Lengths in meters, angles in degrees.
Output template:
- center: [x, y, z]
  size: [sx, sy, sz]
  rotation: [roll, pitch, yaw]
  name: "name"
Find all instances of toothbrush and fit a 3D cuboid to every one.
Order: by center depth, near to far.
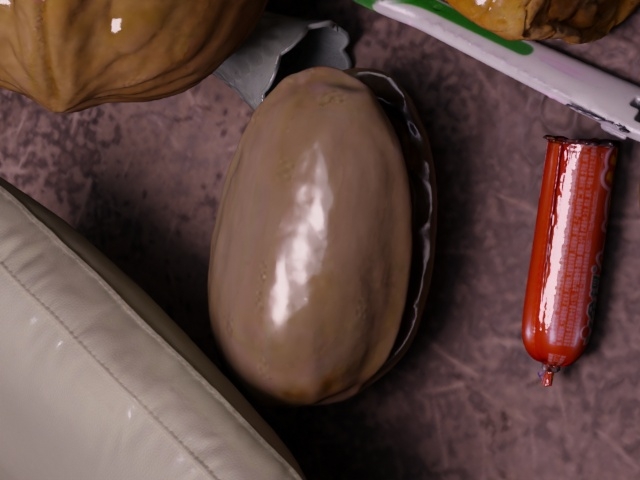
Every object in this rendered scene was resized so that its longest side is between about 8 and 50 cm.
- center: [0.033, -0.159, 1.093]
  size: [0.418, 0.042, 0.040]
  rotation: [29, 145, 25]
  name: "toothbrush"

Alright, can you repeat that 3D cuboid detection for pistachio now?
- center: [0.000, 0.000, 1.066]
  size: [0.131, 0.129, 0.206]
  rotation: [10, 96, 13]
  name: "pistachio"

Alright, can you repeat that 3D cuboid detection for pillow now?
- center: [-0.129, 0.121, 1.109]
  size: [0.322, 0.120, 0.255]
  rotation: [43, 150, 22]
  name: "pillow"

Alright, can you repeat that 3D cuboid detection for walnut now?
- center: [-0.131, -0.178, 1.023]
  size: [0.228, 0.228, 0.228]
  rotation: [1, 92, 29]
  name: "walnut"

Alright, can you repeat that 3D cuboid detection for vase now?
- center: [-0.062, -0.127, 1.131]
  size: [0.148, 0.081, 0.081]
  rotation: [31, 106, 28]
  name: "vase"

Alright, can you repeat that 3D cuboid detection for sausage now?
- center: [0.140, 0.012, 1.037]
  size: [0.050, 0.048, 0.145]
  rotation: [16, 101, 52]
  name: "sausage"

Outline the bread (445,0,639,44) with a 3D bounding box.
- center: [0.118, -0.202, 0.991]
  size: [0.143, 0.149, 0.158]
  rotation: [38, 115, 25]
  name: "bread"
